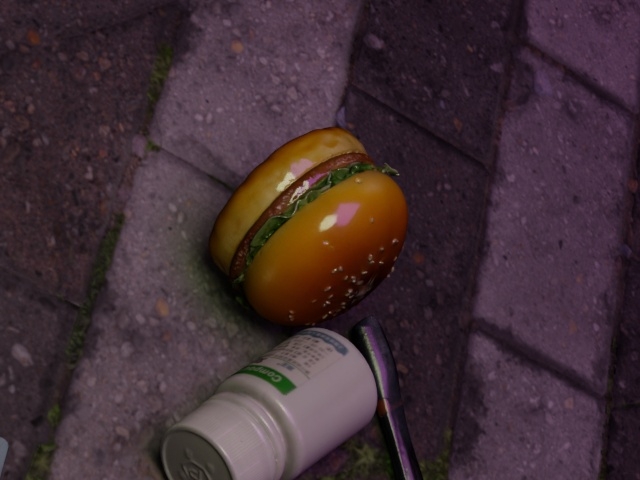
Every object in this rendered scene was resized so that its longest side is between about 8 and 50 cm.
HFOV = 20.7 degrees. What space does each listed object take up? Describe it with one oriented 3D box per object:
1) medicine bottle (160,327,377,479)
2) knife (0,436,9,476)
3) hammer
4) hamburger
[{"bbox_3d":[-0.057,0.203,1.945,0.237,0.139,0.139,-32,89,-41],"label":"medicine bottle"},{"bbox_3d":[-0.356,0.304,1.739,0.063,0.034,0.260,18,51,-19],"label":"knife"},{"bbox_3d":[0.087,0.231,2.107,0.137,0.037,0.290,-4,71,-41],"label":"hammer"},{"bbox_3d":[0.001,-0.001,2.017,0.246,0.246,0.170,-22,60,-42],"label":"hamburger"}]
